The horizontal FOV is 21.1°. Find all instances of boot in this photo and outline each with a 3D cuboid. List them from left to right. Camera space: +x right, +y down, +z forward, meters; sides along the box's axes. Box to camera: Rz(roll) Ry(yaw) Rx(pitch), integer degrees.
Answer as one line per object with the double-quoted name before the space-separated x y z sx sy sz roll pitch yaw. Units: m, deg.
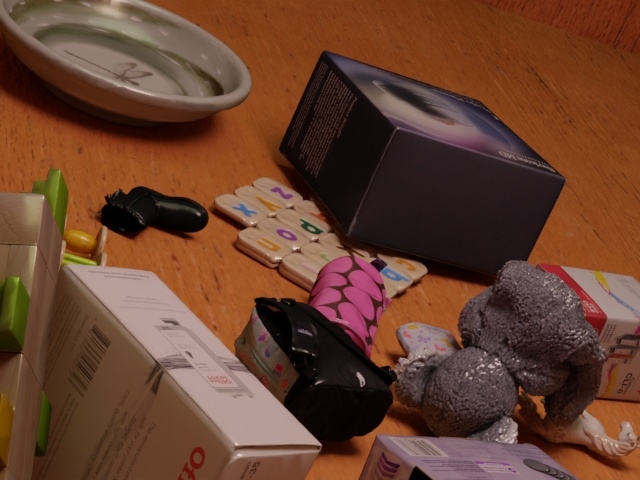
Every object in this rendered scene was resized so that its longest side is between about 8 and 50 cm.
"boot" -0.213 -0.032 2.182 0.121 0.045 0.099 21 19 13

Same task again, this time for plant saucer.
"plant saucer" -0.303 -0.259 2.526 0.400 0.101 0.400 20 22 -9

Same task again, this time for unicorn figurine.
"unicorn figurine" 0.318 0.226 2.109 0.161 0.060 0.111 -3 31 -17

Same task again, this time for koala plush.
"koala plush" 0.200 0.151 1.997 0.221 0.203 0.196 -39 71 -19

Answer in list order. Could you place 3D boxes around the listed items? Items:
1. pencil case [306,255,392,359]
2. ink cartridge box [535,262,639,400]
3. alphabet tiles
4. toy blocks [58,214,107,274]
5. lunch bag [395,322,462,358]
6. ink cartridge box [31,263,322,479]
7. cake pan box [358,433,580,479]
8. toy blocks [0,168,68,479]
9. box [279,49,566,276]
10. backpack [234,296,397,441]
"pencil case" 0.030 0.093 2.084 0.098 0.095 0.209 37 24 -6
"ink cartridge box" 0.357 0.122 2.267 0.176 0.128 0.127 7 28 -32
"alphabet tiles" 0.000 0.000 2.341 0.278 0.021 0.284 29 23 16
"toy blocks" -0.324 0.003 1.987 0.148 0.054 0.123 17 23 -14
"lunch bag" 0.134 0.141 2.119 0.083 0.053 0.071 19 23 -35
"ink cartridge box" -0.158 0.184 1.548 0.117 0.207 0.283 6 28 -47
"cake pan box" 0.203 0.289 1.775 0.266 0.070 0.245 9 17 -42
"toy blocks" -0.370 0.104 1.454 0.260 0.191 0.382 3 67 3
"box" 0.144 -0.110 2.472 0.296 0.183 0.294 14 21 -29
"backpack" -0.023 0.140 1.893 0.152 0.115 0.182 18 19 -43
